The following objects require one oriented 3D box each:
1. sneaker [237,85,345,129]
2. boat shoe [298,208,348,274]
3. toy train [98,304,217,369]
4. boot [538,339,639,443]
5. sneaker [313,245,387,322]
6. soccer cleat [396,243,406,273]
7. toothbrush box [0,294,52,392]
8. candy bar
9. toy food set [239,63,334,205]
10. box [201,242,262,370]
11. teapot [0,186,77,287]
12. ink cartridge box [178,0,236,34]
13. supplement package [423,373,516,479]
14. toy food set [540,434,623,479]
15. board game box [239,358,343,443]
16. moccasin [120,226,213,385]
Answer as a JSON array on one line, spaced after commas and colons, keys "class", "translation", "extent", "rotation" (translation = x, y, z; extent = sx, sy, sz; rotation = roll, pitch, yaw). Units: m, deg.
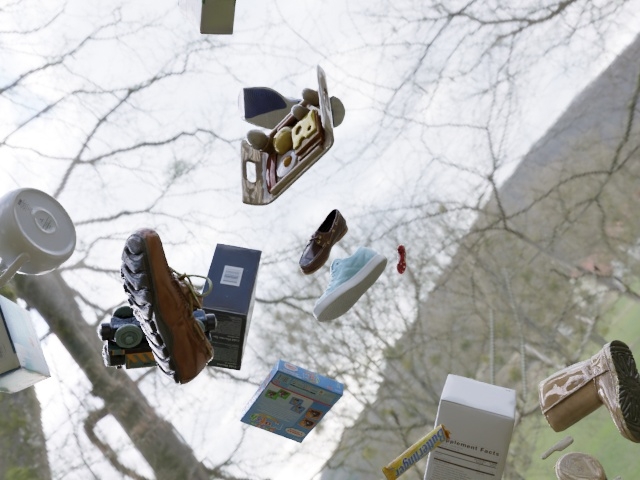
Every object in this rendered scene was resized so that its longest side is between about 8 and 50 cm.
[{"class": "sneaker", "translation": [-0.101, -0.376, 2.153], "extent": [0.316, 0.127, 0.182], "rotation": [2, -3, -18]}, {"class": "boat shoe", "translation": [0.000, 0.000, 1.902], "extent": [0.207, 0.073, 0.073], "rotation": [-56, -43, -34]}, {"class": "toy train", "translation": [-0.467, 0.286, 2.061], "extent": [0.334, 0.142, 0.190], "rotation": [-4, -60, -19]}, {"class": "boot", "translation": [0.611, 0.375, 1.599], "extent": [0.089, 0.236, 0.269], "rotation": [15, -37, -15]}, {"class": "sneaker", "translation": [0.074, 0.147, 2.510], "extent": [0.366, 0.150, 0.135], "rotation": [-37, -33, -36]}, {"class": "soccer cleat", "translation": [0.223, 0.050, 1.940], "extent": [0.035, 0.029, 0.083], "rotation": [-30, -60, -63]}, {"class": "toothbrush box", "translation": [-0.867, 0.289, 1.953], "extent": [0.126, 0.216, 0.295], "rotation": [-22, -14, -12]}, {"class": "candy bar", "translation": [0.194, 0.427, 1.431], "extent": [0.161, 0.040, 0.018], "rotation": [-34, 13, -10]}, {"class": "toy food set", "translation": [-0.088, -0.248, 1.687], "extent": [0.092, 0.219, 0.306], "rotation": [25, -48, -33]}, {"class": "box", "translation": [-0.340, 0.243, 2.625], "extent": [0.343, 0.179, 0.312], "rotation": [-82, 2, -50]}, {"class": "teapot", "translation": [-0.789, -0.003, 1.878], "extent": [0.187, 0.252, 0.256], "rotation": [-30, -11, 20]}, {"class": "ink cartridge box", "translation": [-0.276, -0.602, 1.726], "extent": [0.087, 0.208, 0.153], "rotation": [-6, -56, -25]}, {"class": "supplement package", "translation": [0.356, 0.503, 1.716], "extent": [0.177, 0.175, 0.292], "rotation": [-29, -50, -71]}, {"class": "toy food set", "translation": [0.686, 0.611, 1.870], "extent": [0.132, 0.192, 0.038], "rotation": [-25, -52, -21]}, {"class": "board game box", "translation": [-0.067, 0.366, 1.602], "extent": [0.211, 0.160, 0.039], "rotation": [-56, 17, 35]}, {"class": "moccasin", "translation": [-0.311, 0.133, 1.512], "extent": [0.147, 0.139, 0.380], "rotation": [-36, -56, -33]}]
